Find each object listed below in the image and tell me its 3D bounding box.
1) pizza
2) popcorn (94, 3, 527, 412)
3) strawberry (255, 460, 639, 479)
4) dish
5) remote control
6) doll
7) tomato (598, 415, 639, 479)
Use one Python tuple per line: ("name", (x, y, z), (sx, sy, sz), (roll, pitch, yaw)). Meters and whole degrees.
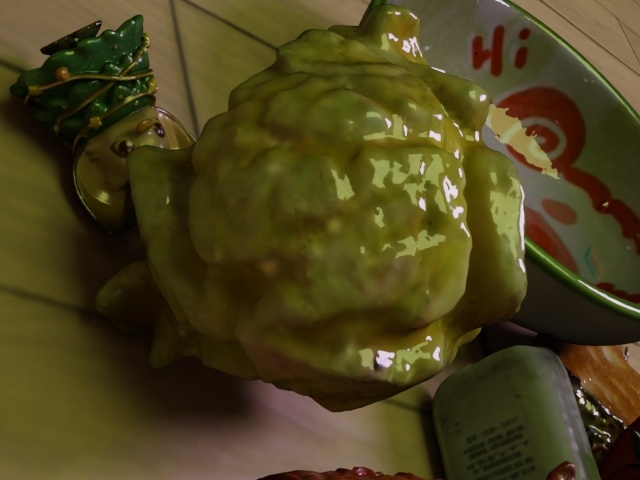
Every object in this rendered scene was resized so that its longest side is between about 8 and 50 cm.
("pizza", (0.222, 0.145, 0.813), (0.185, 0.052, 0.195), (-6, 59, -58))
("popcorn", (-0.001, -0.001, 0.522), (0.185, 0.187, 0.167), (-23, 78, -44))
("strawberry", (0.075, 0.181, 0.477), (0.234, 0.234, 0.178), (16, 77, -47))
("dish", (0.133, -0.041, 0.814), (0.324, 0.124, 0.324), (27, 38, -23))
("remote control", (0.123, 0.191, 0.586), (0.038, 0.090, 0.309), (38, 31, -43))
("doll", (-0.110, -0.056, 0.569), (0.078, 0.077, 0.113), (-37, 121, -36))
("tomato", (0.274, 0.199, 0.637), (0.225, 0.256, 0.255), (9, 50, -29))
